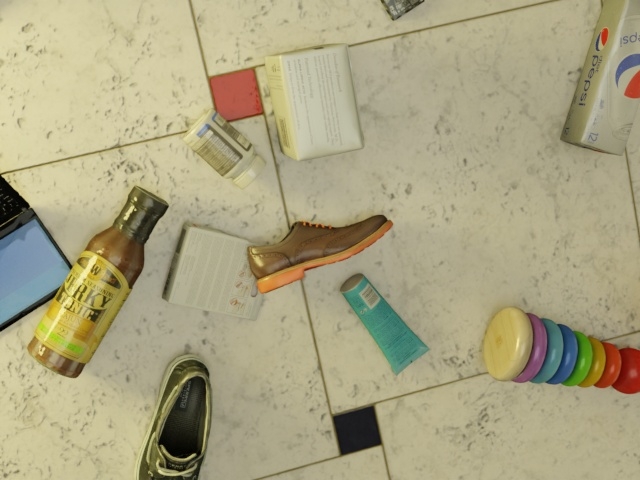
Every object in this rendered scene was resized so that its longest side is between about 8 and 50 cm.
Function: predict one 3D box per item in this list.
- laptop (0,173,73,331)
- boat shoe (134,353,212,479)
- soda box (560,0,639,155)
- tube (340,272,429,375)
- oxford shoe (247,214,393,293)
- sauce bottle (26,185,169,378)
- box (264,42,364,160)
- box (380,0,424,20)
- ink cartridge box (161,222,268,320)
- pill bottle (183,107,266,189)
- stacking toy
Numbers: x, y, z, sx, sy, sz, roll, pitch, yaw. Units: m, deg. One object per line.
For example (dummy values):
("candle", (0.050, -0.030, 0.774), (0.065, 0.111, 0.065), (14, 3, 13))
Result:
("laptop", (-0.572, 0.034, 1.871), (0.234, 0.264, 0.136), (-33, 67, -5))
("boat shoe", (-0.263, 0.372, 1.994), (0.121, 0.119, 0.335), (7, 98, -12))
("soda box", (0.539, -0.305, 2.053), (0.091, 0.098, 0.286), (16, 95, -13))
("tube", (0.116, 0.153, 2.072), (0.080, 0.052, 0.207), (-37, 109, 2))
("oxford shoe", (0.000, 0.000, 2.001), (0.271, 0.097, 0.098), (-23, 89, -13))
("sauce bottle", (-0.378, 0.067, 1.929), (0.111, 0.111, 0.344), (29, 92, -14))
("box", (-0.013, -0.238, 1.913), (0.119, 0.181, 0.182), (-11, 101, -10))
("box", (0.136, -0.444, 1.992), (0.067, 0.018, 0.083), (-34, 104, -4))
("ink cartridge box", (-0.181, 0.056, 2.011), (0.179, 0.045, 0.145), (14, 96, -31))
("pill bottle", (-0.165, -0.158, 1.949), (0.137, 0.078, 0.078), (43, 89, -14))
("stacking toy", (0.481, 0.221, 2.121), (0.330, 0.141, 0.141), (13, 96, -20))
